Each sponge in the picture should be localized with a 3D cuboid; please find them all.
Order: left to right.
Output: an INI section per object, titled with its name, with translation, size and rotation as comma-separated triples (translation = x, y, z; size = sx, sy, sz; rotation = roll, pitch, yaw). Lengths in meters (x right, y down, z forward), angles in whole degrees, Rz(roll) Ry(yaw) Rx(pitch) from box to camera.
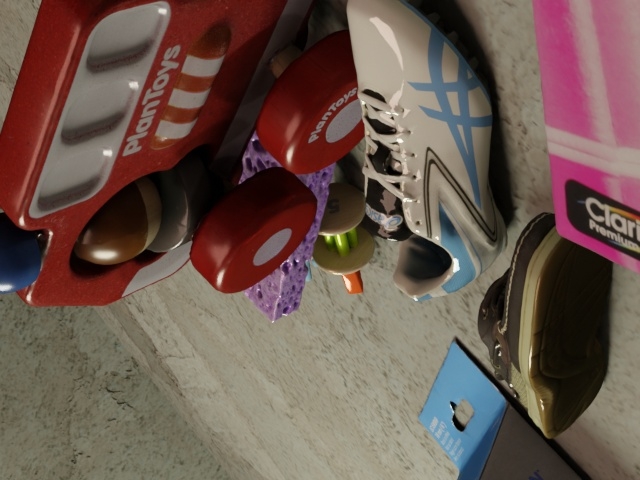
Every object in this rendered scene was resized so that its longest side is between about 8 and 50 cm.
[sponge]
translation = -0.044, -0.049, 1.001
size = 0.117, 0.031, 0.210
rotation = 42, 135, 31

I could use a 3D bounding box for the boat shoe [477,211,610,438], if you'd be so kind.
[boat shoe]
translation = 0.135, 0.052, 0.816
size = 0.073, 0.080, 0.223
rotation = 35, 161, 30

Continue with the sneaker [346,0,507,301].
[sneaker]
translation = 0.058, -0.053, 0.789
size = 0.085, 0.086, 0.237
rotation = 32, 153, 42

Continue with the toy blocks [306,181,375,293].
[toy blocks]
translation = 0.000, 0.000, 1.087
size = 0.123, 0.054, 0.148
rotation = 40, 159, 34

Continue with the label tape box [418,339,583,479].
[label tape box]
translation = 0.176, 0.274, 1.102
size = 0.333, 0.106, 0.240
rotation = 46, 161, 16

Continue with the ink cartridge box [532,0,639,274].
[ink cartridge box]
translation = 0.115, -0.121, 0.246
size = 0.176, 0.069, 0.371
rotation = 32, 145, 42

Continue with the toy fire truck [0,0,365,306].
[toy fire truck]
translation = -0.115, -0.067, 0.835
size = 0.169, 0.254, 0.302
rotation = 46, 130, 18
